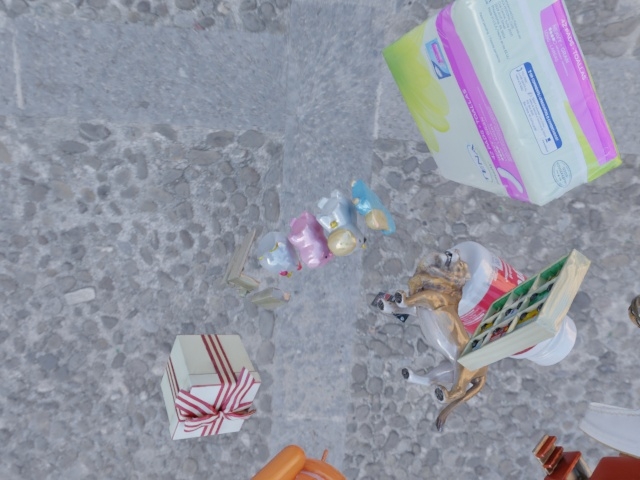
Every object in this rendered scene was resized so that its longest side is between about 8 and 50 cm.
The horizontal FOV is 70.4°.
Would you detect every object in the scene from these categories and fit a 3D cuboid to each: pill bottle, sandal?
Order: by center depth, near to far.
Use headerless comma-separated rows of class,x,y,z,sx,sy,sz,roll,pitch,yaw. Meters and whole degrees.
sandal,0.732,0.162,1.025,0.060,0.219,0.090,-37,70,36
pill bottle,0.528,0.195,1.317,0.407,0.229,0.229,32,102,-15

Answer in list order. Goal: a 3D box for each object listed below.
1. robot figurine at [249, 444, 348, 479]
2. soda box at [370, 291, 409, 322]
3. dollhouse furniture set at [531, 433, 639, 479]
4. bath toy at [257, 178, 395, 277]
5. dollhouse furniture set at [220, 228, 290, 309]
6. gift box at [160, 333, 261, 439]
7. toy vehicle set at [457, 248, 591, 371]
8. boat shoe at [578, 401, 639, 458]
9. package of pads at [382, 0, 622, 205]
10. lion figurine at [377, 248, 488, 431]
robot figurine,-0.032,0.302,0.442,0.128,0.219,0.158,-43,81,21
soda box,0.208,0.194,1.342,0.060,0.169,0.053,39,81,-9
dollhouse furniture set,0.603,0.488,0.961,0.262,0.259,0.135,-28,82,-34
bath toy,0.000,0.000,1.075,0.348,0.151,0.129,-27,132,32
dollhouse furniture set,-0.143,0.074,1.099,0.151,0.144,0.123,28,63,-23
gift box,-0.350,0.445,1.415,0.255,0.258,0.276,2,121,-32
toy vehicle set,0.359,0.136,0.824,0.035,0.267,0.166,38,62,9
boat shoe,0.378,0.171,0.430,0.098,0.277,0.096,7,77,-21
package of pads,0.197,-0.171,0.553,0.101,0.296,0.229,-30,106,2
lion figurine,0.284,0.206,1.029,0.240,0.142,0.392,-1,64,-28
